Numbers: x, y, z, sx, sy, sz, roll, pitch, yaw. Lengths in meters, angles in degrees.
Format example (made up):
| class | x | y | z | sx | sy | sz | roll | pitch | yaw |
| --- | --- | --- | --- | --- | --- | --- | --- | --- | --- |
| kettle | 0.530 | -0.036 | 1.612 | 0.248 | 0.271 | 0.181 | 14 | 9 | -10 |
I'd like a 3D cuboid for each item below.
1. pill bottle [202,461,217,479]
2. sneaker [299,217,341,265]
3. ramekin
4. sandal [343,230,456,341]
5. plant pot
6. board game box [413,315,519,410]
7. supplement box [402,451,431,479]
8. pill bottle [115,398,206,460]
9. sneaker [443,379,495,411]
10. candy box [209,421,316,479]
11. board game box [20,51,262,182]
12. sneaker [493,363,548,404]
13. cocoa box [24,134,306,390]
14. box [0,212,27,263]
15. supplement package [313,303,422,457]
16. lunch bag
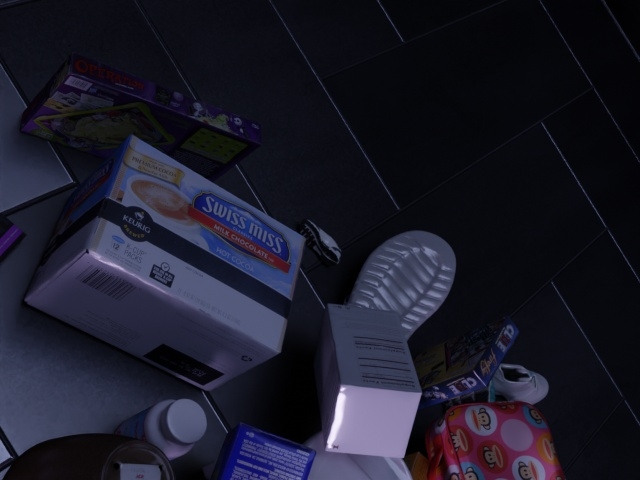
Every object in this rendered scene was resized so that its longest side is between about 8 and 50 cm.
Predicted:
| class | x | y | z | sx | sy | sz | roll | pitch | yaw |
| --- | --- | --- | --- | --- | --- | --- | --- | --- | --- |
| pill bottle | -0.132 | 0.420 | 1.523 | 0.086 | 0.086 | 0.152 | -12 | 76 | -42 |
| sneaker | 0.000 | 0.000 | 1.883 | 0.109 | 0.040 | 0.044 | 52 | 30 | -10 |
| ramekin | 0.027 | 0.452 | 1.609 | 0.273 | 0.127 | 0.273 | 18 | 58 | -31 |
| sandal | 0.115 | 0.143 | 1.866 | 0.169 | 0.102 | 0.416 | 37 | 61 | 1 |
| plant pot | -0.299 | 0.353 | 1.320 | 0.215 | 0.230 | 0.215 | 18 | 58 | -32 |
| board game box | 0.246 | 0.240 | 1.814 | 0.042 | 0.243 | 0.165 | 50 | 47 | -8 |
| supplement box | 0.230 | 0.492 | 1.790 | 0.233 | 0.078 | 0.080 | 40 | 49 | -18 |
| pill bottle | -0.239 | 0.290 | 1.449 | 0.087 | 0.160 | 0.087 | 18 | 57 | -31 |
| sneaker | 0.316 | 0.356 | 1.935 | 0.110 | 0.107 | 0.275 | 26 | 57 | -51 |
| candy box | -0.123 | 0.428 | 1.337 | 0.122 | 0.268 | 0.317 | 21 | 74 | -3 |
| board game box | -0.297 | -0.188 | 1.613 | 0.347 | 0.208 | 0.056 | 18 | 55 | -33 |
| sneaker | 0.423 | 0.297 | 2.034 | 0.212 | 0.094 | 0.080 | 13 | 59 | -35 |
| cocoa box | -0.236 | 0.045 | 1.526 | 0.347 | 0.231 | 0.228 | 31 | 51 | -24 |
| box | -0.542 | -0.021 | 1.451 | 0.162 | 0.029 | 0.116 | 45 | 47 | -14 |
| supplement package | 0.072 | 0.231 | 1.614 | 0.134 | 0.139 | 0.244 | 7 | 27 | -9 |
| lunch bag | 0.309 | 0.437 | 1.727 | 0.258 | 0.120 | 0.293 | 2 | 59 | -25 |
